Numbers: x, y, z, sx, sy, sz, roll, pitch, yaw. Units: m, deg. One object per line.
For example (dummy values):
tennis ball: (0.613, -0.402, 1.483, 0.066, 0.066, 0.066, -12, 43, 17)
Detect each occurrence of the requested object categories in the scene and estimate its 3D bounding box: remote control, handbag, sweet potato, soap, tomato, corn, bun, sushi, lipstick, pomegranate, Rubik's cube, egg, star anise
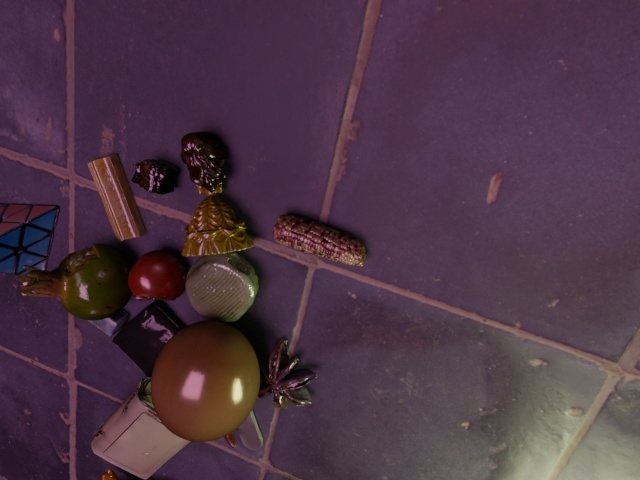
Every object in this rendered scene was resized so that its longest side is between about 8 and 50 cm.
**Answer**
remote control: (-0.251, 0.588, 1.521, 0.077, 0.022, 0.245, -10, 106, 23)
handbag: (-0.582, 0.621, 1.549, 0.236, 0.160, 0.358, 35, 118, -21)
sweet potato: (-0.331, 0.552, 1.509, 0.078, 0.058, 0.255, -13, 98, 67)
soap: (-0.603, -0.124, 1.365, 0.092, 0.037, 0.252, -9, 107, 22)
tomato: (-0.479, 0.104, 1.351, 0.167, 0.167, 0.167, 6, 111, 16)
corn: (0.000, 0.000, 1.187, 0.253, 0.086, 0.086, 19, 114, 11)
bun: (-0.279, 0.124, 1.313, 0.221, 0.108, 0.221, 4, 117, 9)
sushi: (-0.449, -0.178, 1.265, 0.098, 0.094, 0.084, 29, 113, 24)
lipstick: (-0.770, 0.200, 1.516, 0.289, 0.077, 0.076, 36, 115, 1)
pomegranate: (-0.704, 0.127, 1.351, 0.235, 0.301, 0.236, 4, 96, 40)
handbag: (-0.536, 0.339, 1.490, 0.247, 0.080, 0.223, -38, 95, 26)
Rubik's cube: (-0.991, -0.010, 1.474, 0.228, 0.233, 0.228, 15, 74, -26)
egg: (-0.320, 0.393, 1.296, 0.301, 0.301, 0.374, 21, 136, 10)
star anise: (-0.110, 0.410, 1.377, 0.229, 0.093, 0.237, -6, 104, 26)

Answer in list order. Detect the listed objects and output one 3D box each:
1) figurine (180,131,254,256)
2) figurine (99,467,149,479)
figurine: (-0.293, -0.127, 1.218, 0.187, 0.168, 0.316, -1, 100, 30)
figurine: (-0.682, 1.003, 1.733, 0.343, 0.187, 0.215, 23, 124, 15)
